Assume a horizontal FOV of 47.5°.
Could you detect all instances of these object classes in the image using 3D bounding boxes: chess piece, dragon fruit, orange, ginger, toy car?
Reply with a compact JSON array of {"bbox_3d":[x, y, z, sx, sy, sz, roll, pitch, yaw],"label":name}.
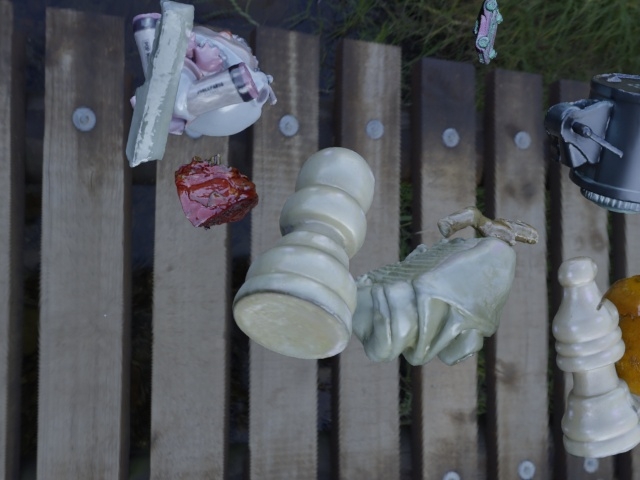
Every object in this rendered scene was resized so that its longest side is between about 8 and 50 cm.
[{"bbox_3d":[0.434,0.180,1.182,0.138,0.124,0.308,-12,96,6],"label":"chess piece"},{"bbox_3d":[-0.148,-0.083,1.059,0.083,0.162,0.106,-35,84,22],"label":"dragon fruit"},{"bbox_3d":[0.603,0.166,1.290,0.239,0.240,0.240,2,84,-16],"label":"orange"},{"bbox_3d":[0.374,-0.024,1.591,0.288,0.075,0.089,7,48,-37],"label":"ginger"},{"bbox_3d":[0.356,-0.451,1.568,0.055,0.069,0.142,9,82,26],"label":"toy car"},{"bbox_3d":[0.000,0.000,1.018,0.167,0.167,0.300,29,53,-12],"label":"chess piece"}]

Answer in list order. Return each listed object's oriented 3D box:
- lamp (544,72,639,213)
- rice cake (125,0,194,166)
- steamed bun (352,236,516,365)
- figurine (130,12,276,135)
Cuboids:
[{"bbox_3d":[0.614,-0.193,1.409,0.373,0.205,0.272,-21,121,-10],"label":"lamp"},{"bbox_3d":[-0.246,-0.234,1.101,0.052,0.057,0.256,28,113,26],"label":"rice cake"},{"bbox_3d":[0.241,0.146,1.549,0.352,0.339,0.247,-32,102,-29],"label":"steamed bun"},{"bbox_3d":[-0.237,-0.316,1.423,0.253,0.361,0.211,44,103,-2],"label":"figurine"}]
